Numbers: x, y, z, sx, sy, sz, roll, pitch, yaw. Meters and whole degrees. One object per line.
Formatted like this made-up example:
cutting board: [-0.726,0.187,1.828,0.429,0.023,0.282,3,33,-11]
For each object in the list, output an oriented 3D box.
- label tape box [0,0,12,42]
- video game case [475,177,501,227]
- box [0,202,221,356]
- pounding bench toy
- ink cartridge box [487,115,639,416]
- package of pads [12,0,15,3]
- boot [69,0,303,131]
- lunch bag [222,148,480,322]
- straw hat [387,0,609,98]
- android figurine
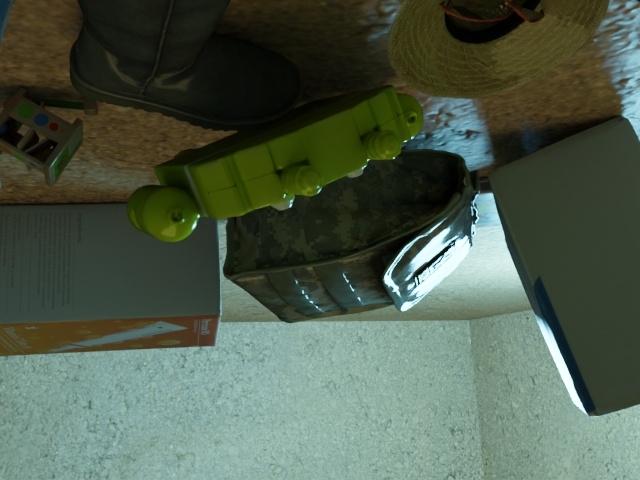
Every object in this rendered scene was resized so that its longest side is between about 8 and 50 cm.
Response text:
label tape box: [-0.321,-0.107,0.381,0.241,0.105,0.334,18,158,-34]
video game case: [0.209,-0.049,1.129,0.207,0.026,0.227,-6,169,12]
box: [-0.321,0.060,1.098,0.346,0.168,0.215,-2,161,-10]
pounding bench toy: [-0.242,-0.103,0.667,0.065,0.083,0.052,31,160,-7]
ink cartridge box: [0.349,0.057,0.967,0.166,0.285,0.395,-22,164,12]
package of pads: [-0.215,-0.157,0.440,0.083,0.031,0.050,5,163,-38]
boot: [-0.072,-0.144,0.487,0.190,0.075,0.208,-1,162,-22]
lunch bag: [0.052,-0.007,0.926,0.287,0.168,0.235,-9,161,9]
straw hat: [0.103,-0.156,0.468,0.145,0.061,0.144,-9,153,-4]
android figurine: [-0.034,-0.068,0.619,0.248,0.056,0.273,-26,-164,-21]
